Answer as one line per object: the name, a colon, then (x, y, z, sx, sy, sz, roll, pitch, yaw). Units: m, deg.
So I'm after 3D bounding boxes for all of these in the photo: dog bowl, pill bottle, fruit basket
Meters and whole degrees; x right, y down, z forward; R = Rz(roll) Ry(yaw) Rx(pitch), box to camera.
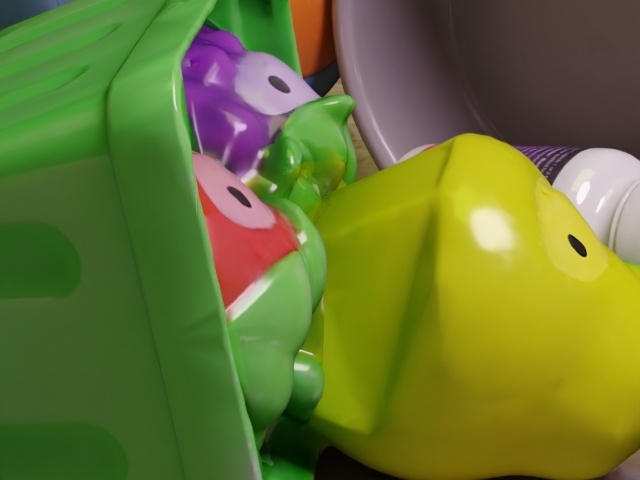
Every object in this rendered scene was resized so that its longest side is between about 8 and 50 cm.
dog bowl: (0.150, -0.128, 1.177, 0.349, 0.348, 0.102, 24, 32, 35)
pill bottle: (0.133, -0.001, 1.093, 0.193, 0.108, 0.108, 4, 13, 44)
fruit basket: (0.000, 0.000, 0.938, 0.392, 0.283, 0.392, -10, 20, 3)

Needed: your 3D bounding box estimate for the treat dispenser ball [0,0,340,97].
treat dispenser ball: (-0.102, -0.200, 1.333, 0.288, 0.288, 0.288, 7, 21, -3)
